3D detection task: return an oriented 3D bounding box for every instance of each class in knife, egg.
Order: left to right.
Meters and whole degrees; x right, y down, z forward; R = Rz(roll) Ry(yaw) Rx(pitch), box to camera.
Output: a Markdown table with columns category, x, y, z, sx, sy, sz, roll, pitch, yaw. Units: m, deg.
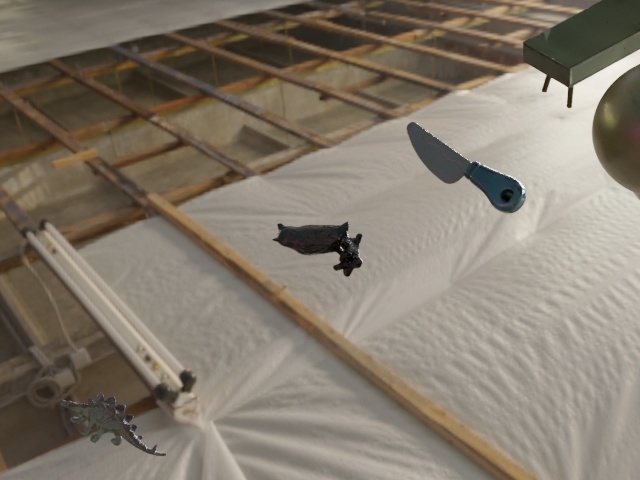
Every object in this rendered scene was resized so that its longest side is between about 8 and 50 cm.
| category | x | y | z | sx | sy | sz | roll | pitch | yaw |
| --- | --- | --- | --- | --- | --- | --- | --- | --- | --- |
| knife | 0.207 | -0.110 | 1.056 | 0.032 | 0.058 | 0.244 | 10 | -158 | -48 |
| egg | 0.459 | -0.150 | 0.927 | 0.185 | 0.186 | 0.242 | -1 | -163 | 8 |

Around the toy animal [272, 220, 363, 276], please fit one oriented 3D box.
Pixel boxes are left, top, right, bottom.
| category | x | y | z | sx | sy | sz | roll | pitch | yaw |
| --- | --- | --- | --- | --- | --- | --- | --- | --- | --- |
| toy animal | -0.003 | -0.003 | 1.627 | 0.209 | 0.117 | 0.121 | 15 | -133 | -10 |

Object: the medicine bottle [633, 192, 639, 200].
| category | x | y | z | sx | sy | sz | roll | pitch | yaw |
| --- | --- | --- | --- | --- | --- | --- | --- | --- | --- |
| medicine bottle | 0.544 | -0.096 | 1.150 | 0.095 | 0.064 | 0.261 | 36 | -157 | -17 |

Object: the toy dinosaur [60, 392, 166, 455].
| category | x | y | z | sx | sy | sz | roll | pitch | yaw |
| --- | --- | --- | --- | --- | --- | --- | --- | --- | --- |
| toy dinosaur | -0.360 | 0.324 | 1.218 | 0.208 | 0.082 | 0.039 | 30 | -167 | 1 |

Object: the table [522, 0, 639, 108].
| category | x | y | z | sx | sy | sz | roll | pitch | yaw |
| --- | --- | --- | --- | --- | --- | --- | --- | --- | --- |
| table | 0.499 | -0.339 | 1.251 | 0.240 | 0.111 | 0.122 | -29 | -134 | -10 |
